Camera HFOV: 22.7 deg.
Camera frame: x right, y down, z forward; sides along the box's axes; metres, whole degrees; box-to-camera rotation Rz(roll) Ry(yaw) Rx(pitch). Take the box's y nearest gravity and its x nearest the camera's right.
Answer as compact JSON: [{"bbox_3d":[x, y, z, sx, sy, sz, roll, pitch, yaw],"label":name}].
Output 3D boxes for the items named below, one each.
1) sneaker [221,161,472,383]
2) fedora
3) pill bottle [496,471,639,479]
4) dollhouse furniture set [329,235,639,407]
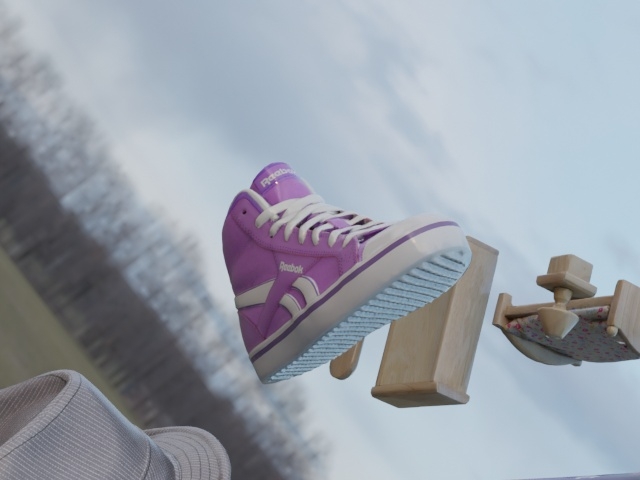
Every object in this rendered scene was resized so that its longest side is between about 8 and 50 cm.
[{"bbox_3d":[-0.001,0.000,1.226,0.282,0.102,0.161,-34,-109,53],"label":"sneaker"},{"bbox_3d":[-0.212,0.183,1.122,0.124,0.275,0.244,56,-3,-22],"label":"fedora"},{"bbox_3d":[0.162,0.179,0.855,0.108,0.193,0.108,-5,90,-77],"label":"pill bottle"},{"bbox_3d":[0.233,0.147,1.761,0.355,0.174,0.303,26,-20,-29],"label":"dollhouse furniture set"}]
